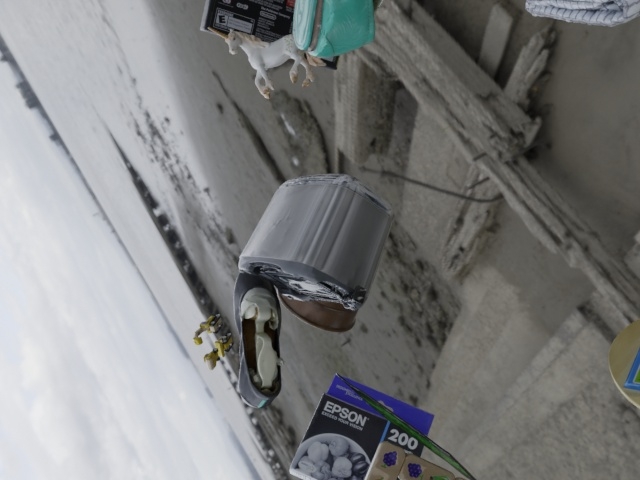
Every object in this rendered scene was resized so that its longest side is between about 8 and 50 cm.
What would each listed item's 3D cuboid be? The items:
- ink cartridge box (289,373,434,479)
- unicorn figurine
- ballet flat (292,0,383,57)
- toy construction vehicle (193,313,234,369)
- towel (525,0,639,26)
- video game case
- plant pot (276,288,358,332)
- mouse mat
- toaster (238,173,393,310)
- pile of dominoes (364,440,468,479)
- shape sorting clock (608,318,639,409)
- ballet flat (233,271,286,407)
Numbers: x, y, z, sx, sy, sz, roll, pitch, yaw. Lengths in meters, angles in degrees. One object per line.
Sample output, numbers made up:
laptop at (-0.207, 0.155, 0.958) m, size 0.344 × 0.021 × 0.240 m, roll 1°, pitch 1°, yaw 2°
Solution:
ink cartridge box at (0.081, 0.358, 1.145) m, size 0.206 × 0.208 × 0.045 m, roll 20°, pitch 148°, yaw 12°
unicorn figurine at (-0.078, -0.281, 0.986) m, size 0.060 × 0.162 × 0.111 m, roll 92°, pitch 165°, yaw -84°
ballet flat at (0.029, -0.271, 0.517) m, size 0.083 × 0.087 × 0.247 m, roll -119°, pitch 28°, yaw -47°
toy construction vehicle at (-0.202, 0.187, 1.194) m, size 0.098 × 0.035 × 0.086 m, roll -61°, pitch -34°, yaw -57°
towel at (0.375, -0.377, 0.757) m, size 0.121 × 0.235 × 0.284 m, roll 53°, pitch -171°, yaw -23°
video game case at (-0.061, -0.468, 1.166) m, size 0.035 × 0.275 × 0.248 m, roll 32°, pitch 110°, yaw 58°
plant pot at (0.025, 0.057, 1.203) m, size 0.167 × 0.167 × 0.165 m, roll 47°, pitch 120°, yaw 41°
mouse mat at (0.111, 0.243, 0.831) m, size 0.189 × 0.007 × 0.152 m, roll 27°, pitch 164°, yaw 40°
toaster at (0.000, 0.000, 0.841) m, size 0.129 × 0.146 × 0.227 m, roll 31°, pitch 164°, yaw -30°
pile of dominoes at (0.102, 0.357, 0.635) m, size 0.196 × 0.251 × 0.040 m, roll 25°, pitch 171°, yaw -3°
shape sorting clock at (0.456, 0.150, 0.763) m, size 0.206 × 0.206 × 0.040 m, roll 33°, pitch 148°, yaw 59°
ballet flat at (-0.082, 0.129, 0.895) m, size 0.074 × 0.074 × 0.203 m, roll 114°, pitch 154°, yaw -72°
